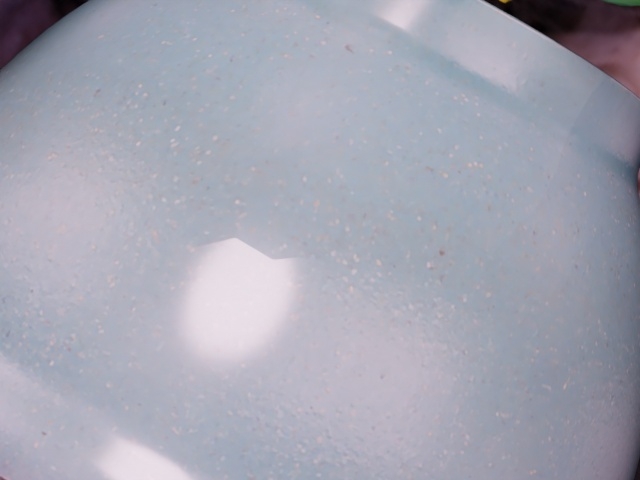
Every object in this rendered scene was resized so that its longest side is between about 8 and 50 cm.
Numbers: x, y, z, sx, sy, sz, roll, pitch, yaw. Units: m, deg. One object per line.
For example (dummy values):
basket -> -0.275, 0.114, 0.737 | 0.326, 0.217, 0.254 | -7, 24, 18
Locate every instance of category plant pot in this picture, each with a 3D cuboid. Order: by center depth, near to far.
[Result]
plant pot -> 0.000, 0.000, 0.647 | 0.293, 0.293, 0.196 | 27, 93, -6

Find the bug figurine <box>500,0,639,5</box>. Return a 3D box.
bug figurine -> 0.074, -0.181, 0.484 | 0.279, 0.072, 0.216 | -37, 111, 22

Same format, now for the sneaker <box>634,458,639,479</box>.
sneaker -> 0.081, 0.124, 0.792 | 0.227, 0.087, 0.130 | -20, 112, 15
